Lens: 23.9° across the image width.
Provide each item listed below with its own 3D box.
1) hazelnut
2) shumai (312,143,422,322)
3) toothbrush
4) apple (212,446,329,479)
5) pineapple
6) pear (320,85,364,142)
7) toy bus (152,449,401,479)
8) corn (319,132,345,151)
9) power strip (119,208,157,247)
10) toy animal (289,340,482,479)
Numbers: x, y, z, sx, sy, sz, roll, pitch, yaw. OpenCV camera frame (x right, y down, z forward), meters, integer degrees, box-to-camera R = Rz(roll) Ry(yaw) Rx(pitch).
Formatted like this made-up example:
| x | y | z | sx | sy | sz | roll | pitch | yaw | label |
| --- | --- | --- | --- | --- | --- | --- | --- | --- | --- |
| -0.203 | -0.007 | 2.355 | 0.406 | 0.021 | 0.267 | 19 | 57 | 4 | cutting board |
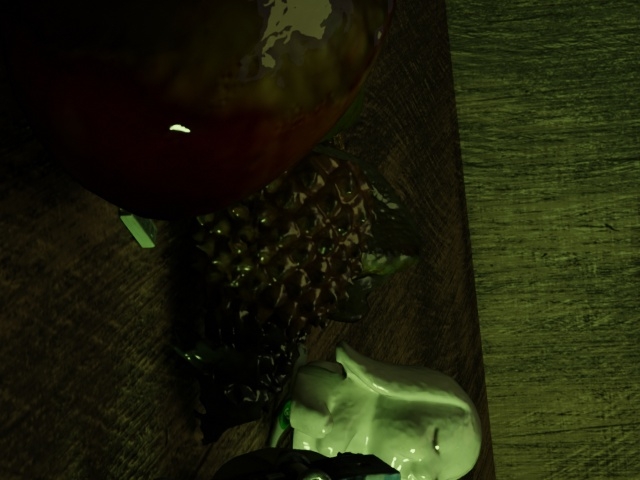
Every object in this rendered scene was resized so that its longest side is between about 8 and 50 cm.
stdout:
| x | y | z | sx | sy | sz | roll | pitch | yaw | label |
| --- | --- | --- | --- | --- | --- | --- | --- | --- | --- |
| -0.117 | -0.219 | 1.395 | 0.421 | 0.352 | 0.421 | -168 | -90 | -73 | hazelnut |
| 0.000 | 0.000 | 2.217 | 0.272 | 0.203 | 0.222 | 40 | 33 | -20 | shumai |
| -0.050 | 0.239 | 2.121 | 0.304 | 0.030 | 0.030 | -76 | 157 | -57 | toothbrush |
| -0.035 | 0.372 | 1.690 | 0.292 | 0.291 | 0.254 | -50 | 144 | -69 | apple |
| -0.073 | 0.068 | 1.770 | 0.223 | 0.222 | 0.357 | 49 | 57 | -67 | pineapple |
| -0.029 | -0.263 | 1.912 | 0.288 | 0.139 | 0.239 | -127 | -158 | -68 | pear |
| -0.069 | 0.290 | 1.488 | 0.106 | 0.297 | 0.131 | -164 | -114 | -73 | toy bus |
| 0.000 | -0.156 | 2.322 | 0.207 | 0.068 | 0.068 | 67 | 24 | -50 | corn |
| -0.196 | -0.019 | 1.636 | 0.083 | 0.017 | 0.027 | 60 | 31 | -56 | power strip |
| 0.096 | 0.262 | 2.135 | 0.206 | 0.264 | 0.272 | -81 | 171 | -50 | toy animal |
